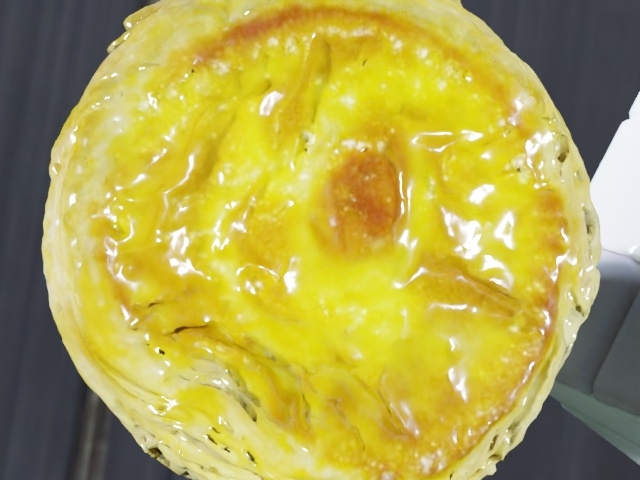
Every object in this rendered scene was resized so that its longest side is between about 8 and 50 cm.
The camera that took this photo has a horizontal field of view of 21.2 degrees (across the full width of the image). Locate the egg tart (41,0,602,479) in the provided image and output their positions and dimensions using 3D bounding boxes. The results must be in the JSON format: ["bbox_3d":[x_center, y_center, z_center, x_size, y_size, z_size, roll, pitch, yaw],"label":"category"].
[{"bbox_3d":[0.000,0.000,0.884,0.294,0.295,0.116,8,178,-4],"label":"egg tart"}]

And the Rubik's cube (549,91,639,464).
[{"bbox_3d":[0.387,0.054,1.237,0.318,0.316,0.322,19,166,46],"label":"Rubik's cube"}]
